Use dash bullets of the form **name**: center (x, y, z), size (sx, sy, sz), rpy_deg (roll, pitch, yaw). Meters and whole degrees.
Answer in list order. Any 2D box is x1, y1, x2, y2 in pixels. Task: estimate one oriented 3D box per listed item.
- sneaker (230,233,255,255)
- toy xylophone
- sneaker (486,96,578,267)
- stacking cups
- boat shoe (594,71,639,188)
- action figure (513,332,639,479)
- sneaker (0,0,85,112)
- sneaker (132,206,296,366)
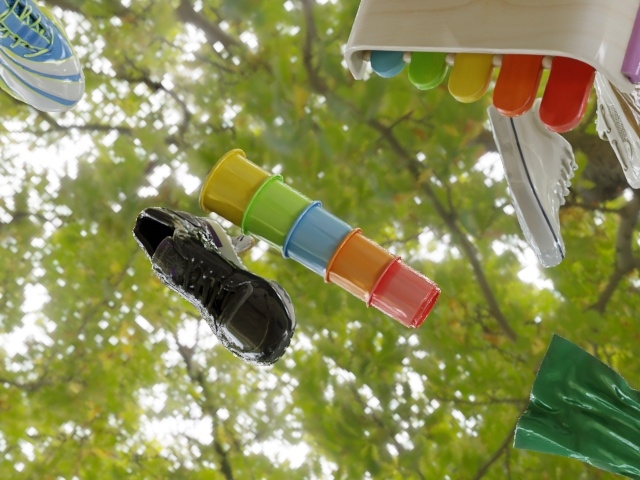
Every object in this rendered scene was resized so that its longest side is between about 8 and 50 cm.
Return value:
- **sneaker**: center (-0.163, 0.014, 1.813), size (0.083, 0.032, 0.037), rpy_deg (-30, -122, -20)
- **toy xylophone**: center (0.168, -0.241, 0.945), size (0.323, 0.081, 0.236), rpy_deg (19, -99, 36)
- **sneaker**: center (0.280, -0.087, 1.239), size (0.091, 0.094, 0.258), rpy_deg (-16, -123, 11)
- **stacking cups**: center (0.000, 0.000, 1.210), size (0.316, 0.096, 0.096), rpy_deg (31, -108, 17)
- **boat shoe**: center (0.533, -0.216, 1.754), size (0.096, 0.098, 0.277), rpy_deg (-49, -139, 43)
- **action figure**: center (0.333, 0.204, 1.032), size (0.232, 0.063, 0.137), rpy_deg (23, -76, 30)
- **sneaker**: center (-0.309, -0.210, 0.921), size (0.091, 0.240, 0.126), rpy_deg (-37, -153, -1)
- **sneaker**: center (-0.146, 0.054, 1.203), size (0.283, 0.124, 0.107), rpy_deg (42, -76, 43)
